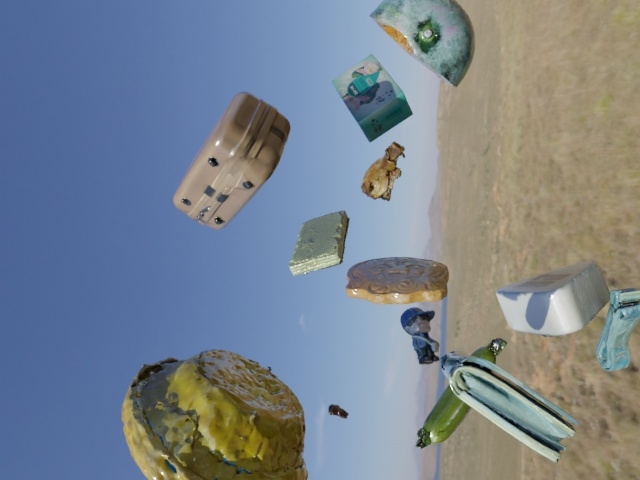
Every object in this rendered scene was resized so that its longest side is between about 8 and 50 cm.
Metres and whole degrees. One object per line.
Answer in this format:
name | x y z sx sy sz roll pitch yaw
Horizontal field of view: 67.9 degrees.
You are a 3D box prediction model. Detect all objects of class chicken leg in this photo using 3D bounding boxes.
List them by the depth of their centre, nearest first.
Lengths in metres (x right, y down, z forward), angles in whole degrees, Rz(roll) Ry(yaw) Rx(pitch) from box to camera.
chicken leg | 0.037 0.408 1.137 0.021 0.036 0.083 -52 -46 4
chicken leg | 0.167 -0.174 1.252 0.207 0.085 0.101 117 168 -58

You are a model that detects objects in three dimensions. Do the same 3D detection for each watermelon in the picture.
watermelon | 0.298 -0.583 1.284 0.188 0.321 0.175 -54 2 21

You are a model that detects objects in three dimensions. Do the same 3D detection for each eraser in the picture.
eraser | 0.728 0.196 1.543 0.150 0.331 0.331 67 -167 3

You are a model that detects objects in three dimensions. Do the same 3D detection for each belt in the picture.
belt | 0.849 0.256 1.346 0.087 0.072 0.302 -87 -13 -53

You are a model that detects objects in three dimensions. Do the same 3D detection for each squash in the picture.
squash | 0.322 0.352 1.086 0.318 0.071 0.080 -47 -4 -17

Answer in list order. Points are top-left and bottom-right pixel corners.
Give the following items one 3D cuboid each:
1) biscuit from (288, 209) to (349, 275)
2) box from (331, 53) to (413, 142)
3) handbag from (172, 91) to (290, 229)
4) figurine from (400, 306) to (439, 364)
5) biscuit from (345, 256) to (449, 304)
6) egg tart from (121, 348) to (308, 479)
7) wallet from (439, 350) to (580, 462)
biscuit | 0.000 0.000 1.097 0.199 0.121 0.041 -78 -34 -57
box | 0.150 -0.427 1.416 0.092 0.153 0.245 47 -166 -48
handbag | -0.190 -0.196 1.071 0.302 0.149 0.283 -41 28 45
figurine | 0.260 0.242 1.224 0.087 0.086 0.149 -48 45 50
biscuit | 0.282 0.135 1.778 0.365 0.385 0.062 -55 -40 -66
egg tart | -0.155 0.320 0.848 0.169 0.388 0.388 -55 -13 4
wallet | 0.265 0.234 0.715 0.075 0.176 0.250 -57 -15 -3
